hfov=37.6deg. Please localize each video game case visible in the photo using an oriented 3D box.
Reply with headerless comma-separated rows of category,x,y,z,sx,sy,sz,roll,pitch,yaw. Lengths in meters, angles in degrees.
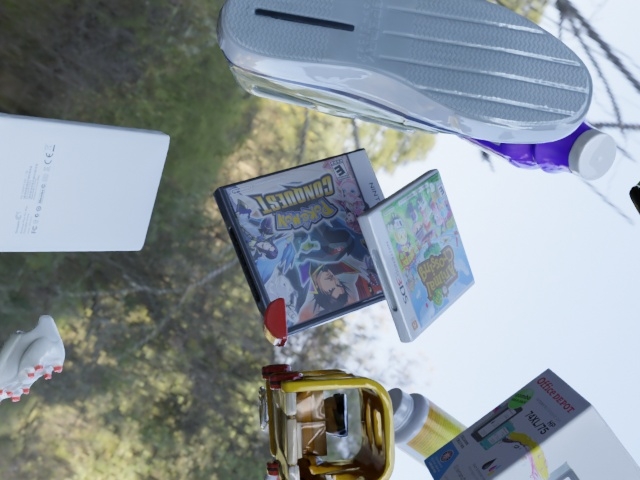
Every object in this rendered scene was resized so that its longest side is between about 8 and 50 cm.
video game case,0.146,0.017,1.368,0.023,0.193,0.212,-10,-165,38
video game case,0.000,0.000,1.477,0.275,0.248,0.035,-18,171,-29

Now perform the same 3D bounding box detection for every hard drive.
hard drive,-0.383,-0.082,1.443,0.308,0.040,0.203,0,112,-50

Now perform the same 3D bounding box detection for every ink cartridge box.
ink cartridge box,0.347,0.382,1.515,0.270,0.197,0.198,-37,-169,0

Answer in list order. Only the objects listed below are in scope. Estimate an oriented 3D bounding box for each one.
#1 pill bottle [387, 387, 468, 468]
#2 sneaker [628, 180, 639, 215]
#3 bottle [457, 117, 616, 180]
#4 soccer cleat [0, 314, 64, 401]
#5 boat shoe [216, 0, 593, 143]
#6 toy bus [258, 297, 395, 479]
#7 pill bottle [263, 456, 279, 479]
pill bottle,0.212,0.386,1.896,0.117,0.215,0.117,-43,-157,23
sneaker,0.260,-0.011,0.574,0.084,0.097,0.235,-43,-170,-10
bottle,0.296,-0.162,1.339,0.118,0.092,0.283,-57,-143,3
soccer cleat,-0.406,0.164,1.253,0.196,0.068,0.076,-29,-118,33
boat shoe,0.066,-0.142,0.770,0.094,0.302,0.109,99,6,-74
toy bus,0.006,0.157,0.807,0.202,0.104,0.191,-100,-169,-47
pill bottle,0.011,0.293,0.999,0.087,0.160,0.087,21,90,-86
